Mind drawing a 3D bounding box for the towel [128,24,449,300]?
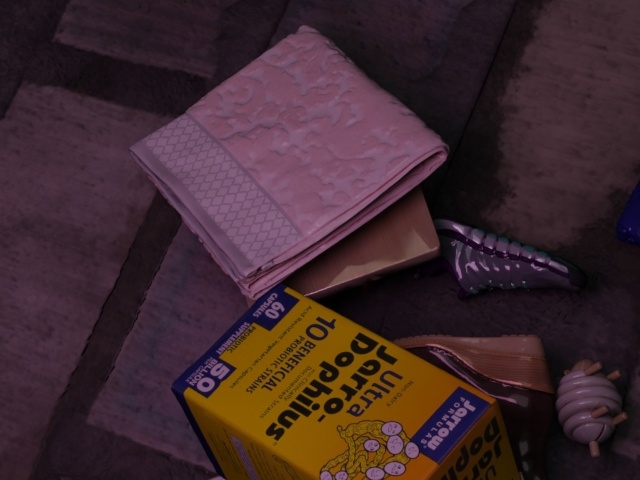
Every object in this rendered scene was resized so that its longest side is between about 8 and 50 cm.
[{"bbox_3d":[-0.049,-0.115,1.984,0.317,0.053,0.332,-35,50,-10],"label":"towel"}]

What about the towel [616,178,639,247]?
[{"bbox_3d":[0.545,-0.086,1.969,0.227,0.076,0.308,26,75,30],"label":"towel"}]

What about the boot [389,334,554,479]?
[{"bbox_3d":[0.169,0.223,1.911,0.248,0.090,0.207,-4,77,28],"label":"boot"}]

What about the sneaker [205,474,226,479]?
[{"bbox_3d":[-0.113,0.331,1.954,0.118,0.042,0.067,-25,60,0],"label":"sneaker"}]

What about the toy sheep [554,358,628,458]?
[{"bbox_3d":[0.328,0.203,1.878,0.091,0.091,0.132,-6,52,11],"label":"toy sheep"}]

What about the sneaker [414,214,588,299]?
[{"bbox_3d":[0.233,0.044,1.992,0.223,0.083,0.098,21,94,26],"label":"sneaker"}]

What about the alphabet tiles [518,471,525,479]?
[{"bbox_3d":[0.200,0.395,1.829,0.237,0.009,0.198,-22,75,12],"label":"alphabet tiles"}]

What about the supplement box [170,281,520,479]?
[{"bbox_3d":[0.031,0.234,1.818,0.356,0.195,0.194,26,61,36],"label":"supplement box"}]

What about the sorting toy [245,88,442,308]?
[{"bbox_3d":[0.009,-0.036,2.029,0.255,0.089,0.257,-20,61,5],"label":"sorting toy"}]
